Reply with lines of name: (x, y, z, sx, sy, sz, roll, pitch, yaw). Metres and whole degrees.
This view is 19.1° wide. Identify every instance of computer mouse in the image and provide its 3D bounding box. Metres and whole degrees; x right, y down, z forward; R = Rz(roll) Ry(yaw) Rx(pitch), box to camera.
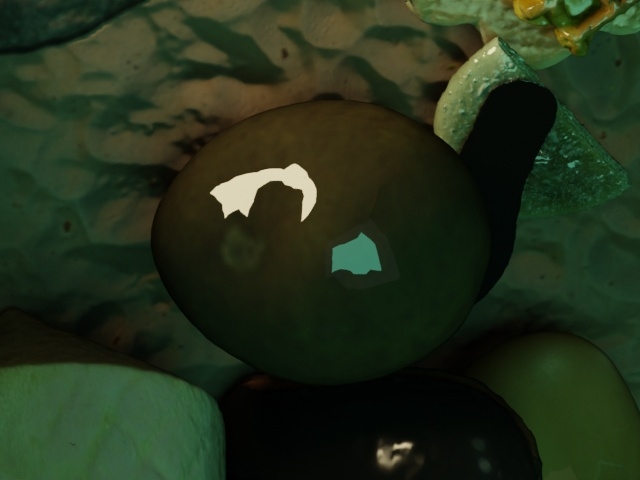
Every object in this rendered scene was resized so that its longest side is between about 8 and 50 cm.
computer mouse: (0.018, 0.189, 1.454, 0.116, 0.323, 0.183, 19, 68, -51)

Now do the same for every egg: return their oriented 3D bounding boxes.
egg: (0.167, 0.192, 1.536, 0.201, 0.201, 0.244, 14, 93, -18)

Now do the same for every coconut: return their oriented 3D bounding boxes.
coconut: (-0.213, 0.196, 1.411, 0.329, 0.329, 0.329, -5, 112, -12)

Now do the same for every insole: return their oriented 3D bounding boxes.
insole: (0.127, -0.033, 1.501, 0.080, 0.003, 0.232, 10, 128, -9)

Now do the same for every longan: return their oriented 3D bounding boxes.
longan: (0.000, 0.000, 1.398, 0.248, 0.248, 0.248, -5, 112, -12)

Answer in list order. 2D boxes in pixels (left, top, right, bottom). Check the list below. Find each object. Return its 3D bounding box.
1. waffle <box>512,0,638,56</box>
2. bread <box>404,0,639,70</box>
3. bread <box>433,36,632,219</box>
waffle: (0.262, -0.244, 1.410, 0.253, 0.056, 0.249, 16, 107, -21)
bread: (0.179, -0.284, 1.430, 0.316, 0.054, 0.316, -4, 112, -11)
bread: (0.152, -0.067, 1.499, 0.112, 0.036, 0.193, -33, 127, 20)
